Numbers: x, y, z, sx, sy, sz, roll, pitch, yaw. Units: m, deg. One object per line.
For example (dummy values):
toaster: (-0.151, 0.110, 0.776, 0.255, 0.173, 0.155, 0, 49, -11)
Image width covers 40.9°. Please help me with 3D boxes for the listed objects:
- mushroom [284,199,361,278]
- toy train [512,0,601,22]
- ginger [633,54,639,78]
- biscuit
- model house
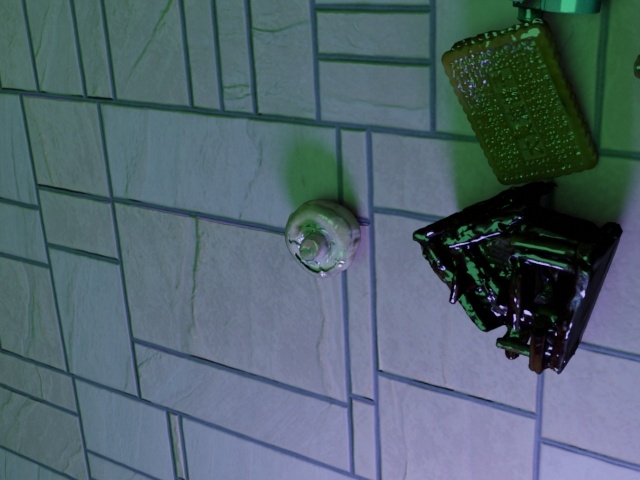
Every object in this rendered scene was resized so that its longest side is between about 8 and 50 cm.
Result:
mushroom: (0.000, 0.000, 1.582, 0.154, 0.122, 0.154, 12, 118, 24)
toy train: (0.334, -0.421, 1.178, 0.159, 0.101, 0.248, 18, 117, 32)
ginger: (0.566, -0.131, 1.153, 0.166, 0.080, 0.333, -26, 86, 25)
biscuit: (0.300, -0.199, 1.295, 0.172, 0.029, 0.255, -10, 121, 39)
model house: (0.269, 0.053, 1.301, 0.282, 0.317, 0.297, 25, 113, 21)
